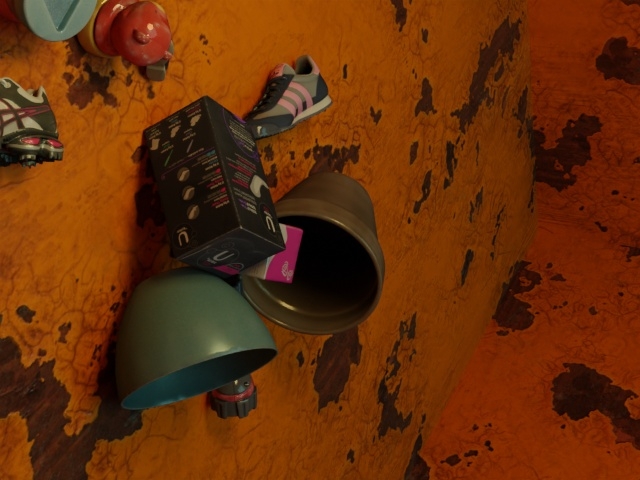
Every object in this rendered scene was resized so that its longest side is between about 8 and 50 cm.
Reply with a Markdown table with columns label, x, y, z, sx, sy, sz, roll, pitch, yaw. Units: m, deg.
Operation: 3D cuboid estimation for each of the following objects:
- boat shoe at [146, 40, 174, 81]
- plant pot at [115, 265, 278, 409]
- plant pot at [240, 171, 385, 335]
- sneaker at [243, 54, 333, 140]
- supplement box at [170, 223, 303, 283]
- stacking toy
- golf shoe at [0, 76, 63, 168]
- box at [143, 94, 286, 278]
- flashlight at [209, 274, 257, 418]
| label | x | y | z | sx | sy | sz | roll | pitch | yaw |
| --- | --- | --- | --- | --- | --- | --- | --- | --- | --- |
| boat shoe | -0.275 | -0.323 | 1.556 | 0.137 | 0.049 | 0.043 | 124 | -25 | -65 |
| plant pot | -0.246 | 0.161 | 1.641 | 0.290 | 0.290 | 0.195 | 12 | 53 | -62 |
| plant pot | 0.000 | 0.000 | 1.998 | 0.280 | 0.323 | 0.323 | -69 | 154 | -54 |
| sneaker | -0.094 | -0.298 | 1.913 | 0.319 | 0.112 | 0.131 | -41 | 117 | -53 |
| supplement box | -0.161 | 0.005 | 1.745 | 0.111 | 0.220 | 0.113 | 14 | 87 | -61 |
| stacking toy | -0.315 | -0.405 | 1.349 | 0.309 | 0.130 | 0.279 | 5 | 112 | -61 |
| golf shoe | -0.476 | -0.169 | 1.265 | 0.273 | 0.105 | 0.120 | -1 | 84 | -67 |
| box | -0.188 | -0.091 | 1.619 | 0.165 | 0.143 | 0.270 | 29 | 40 | -59 |
| flashlight | -0.190 | 0.221 | 1.895 | 0.103 | 0.103 | 0.303 | -33 | 129 | -50 |
